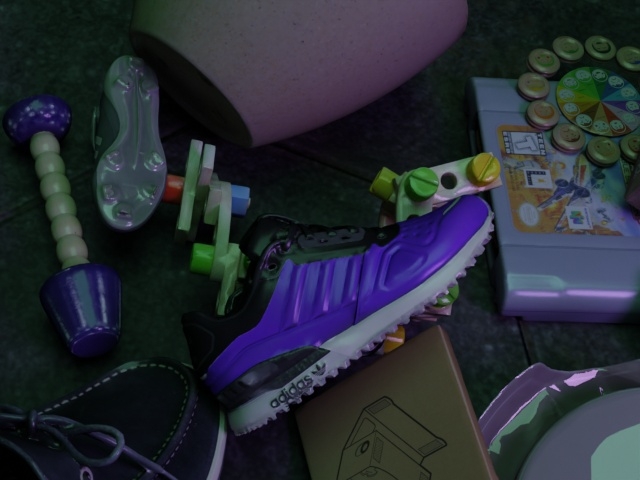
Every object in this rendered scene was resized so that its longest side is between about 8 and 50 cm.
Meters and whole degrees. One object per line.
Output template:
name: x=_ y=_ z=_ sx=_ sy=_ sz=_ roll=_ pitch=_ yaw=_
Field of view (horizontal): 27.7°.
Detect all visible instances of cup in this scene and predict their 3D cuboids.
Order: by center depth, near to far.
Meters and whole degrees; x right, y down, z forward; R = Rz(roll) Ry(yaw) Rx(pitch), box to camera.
cup: x=-0.053 y=-0.233 z=1.306 sx=0.331 sy=0.331 sz=0.237 roll=38 pitch=77 yaw=16

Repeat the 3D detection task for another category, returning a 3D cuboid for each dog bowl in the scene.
dog bowl: x=0.283 y=0.250 z=1.081 sx=0.348 sy=0.102 sz=0.349 roll=-4 pitch=62 yaw=8

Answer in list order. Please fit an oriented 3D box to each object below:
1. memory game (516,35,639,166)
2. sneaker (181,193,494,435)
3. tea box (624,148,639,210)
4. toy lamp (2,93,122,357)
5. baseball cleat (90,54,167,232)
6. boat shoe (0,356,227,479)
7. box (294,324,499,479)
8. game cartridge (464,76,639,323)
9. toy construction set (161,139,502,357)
memory game: x=0.304 y=-0.155 z=1.408 sx=0.186 sy=0.012 sz=0.186 roll=5 pitch=55 yaw=-7
sneaker: x=0.008 y=0.025 z=1.102 sx=0.293 sy=0.102 sz=0.146 roll=-36 pitch=90 yaw=-9
tea box: x=0.532 y=-0.126 z=1.328 sx=0.323 sy=0.220 sz=0.329 roll=29 pitch=55 yaw=-5
toy lamp: x=-0.246 y=-0.014 z=1.238 sx=0.080 sy=0.080 sz=0.275 roll=-12 pitch=56 yaw=-17
baseball cleat: x=-0.192 y=-0.080 z=1.275 sx=0.072 sy=0.109 sz=0.206 roll=13 pitch=56 yaw=-17
boat shoe: x=-0.224 y=0.194 z=0.960 sx=0.186 sy=0.156 sz=0.500 roll=9 pitch=24 yaw=26
box: x=0.065 y=0.192 z=1.107 sx=0.164 sy=0.021 sz=0.201 roll=-33 pitch=48 yaw=19
game cartridge: x=0.265 y=-0.050 z=1.368 sx=0.198 sy=0.062 sz=0.297 roll=-1 pitch=56 yaw=-5
toy construction set: x=0.000 y=0.000 z=1.225 sx=0.327 sy=0.151 sz=0.215 roll=8 pitch=79 yaw=5
